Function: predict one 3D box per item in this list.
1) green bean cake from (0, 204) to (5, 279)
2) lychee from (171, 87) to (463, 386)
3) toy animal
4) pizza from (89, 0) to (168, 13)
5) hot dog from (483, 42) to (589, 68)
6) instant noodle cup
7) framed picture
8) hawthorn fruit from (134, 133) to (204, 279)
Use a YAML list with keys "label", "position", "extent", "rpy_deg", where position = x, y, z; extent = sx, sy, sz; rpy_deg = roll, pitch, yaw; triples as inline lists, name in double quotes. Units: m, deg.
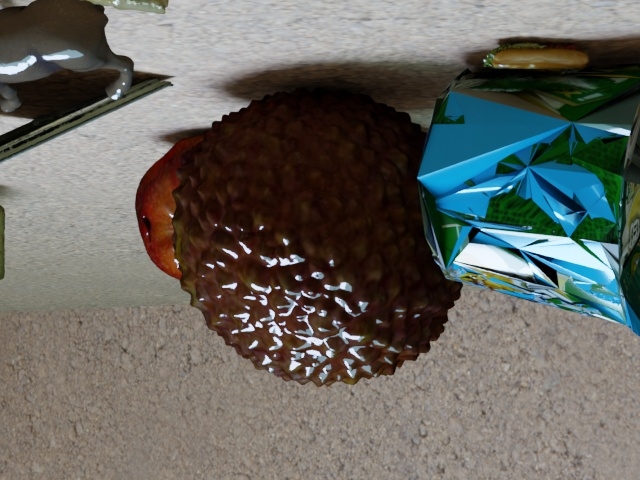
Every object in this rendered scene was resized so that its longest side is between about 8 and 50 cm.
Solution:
- label: "green bean cake"
  position: [-0.526, -0.006, 2.252]
  extent: [0.236, 0.124, 0.233]
  rpy_deg: [4, 171, -28]
- label: "lychee"
  position: [0.000, 0.000, 1.608]
  extent: [0.276, 0.275, 0.304]
  rpy_deg: [3, -160, -16]
- label: "toy animal"
  position: [-0.253, -0.143, 1.280]
  extent: [0.214, 0.093, 0.186]
  rpy_deg: [-9, 175, 16]
- label: "pizza"
  position: [-0.161, -0.177, 1.057]
  extent: [0.134, 0.056, 0.271]
  rpy_deg: [7, 177, 20]
- label: "hot dog"
  position: [0.169, -0.145, 1.419]
  extent: [0.083, 0.021, 0.037]
  rpy_deg: [-1, -166, -11]
- label: "instant noodle cup"
  position: [0.198, -0.044, 1.489]
  extent: [0.178, 0.240, 0.240]
  rpy_deg: [6, 176, 25]
- label: "framed picture"
  position: [-0.281, -0.086, 1.625]
  extent: [0.217, 0.017, 0.274]
  rpy_deg: [-30, -169, -34]
- label: "hawthorn fruit"
  position: [-0.101, -0.037, 1.869]
  extent: [0.173, 0.173, 0.179]
  rpy_deg: [-6, -164, 46]
